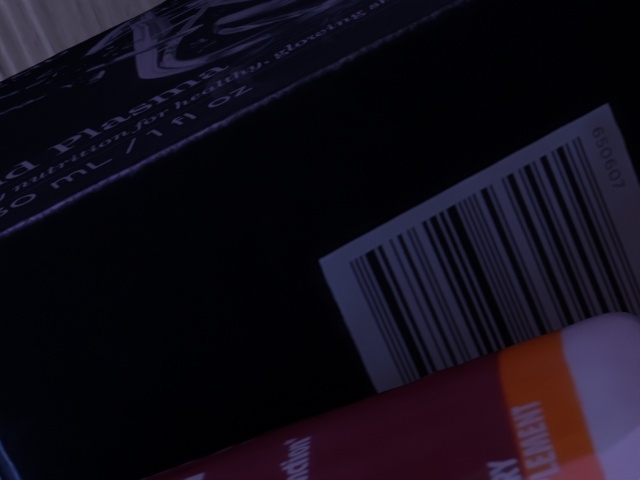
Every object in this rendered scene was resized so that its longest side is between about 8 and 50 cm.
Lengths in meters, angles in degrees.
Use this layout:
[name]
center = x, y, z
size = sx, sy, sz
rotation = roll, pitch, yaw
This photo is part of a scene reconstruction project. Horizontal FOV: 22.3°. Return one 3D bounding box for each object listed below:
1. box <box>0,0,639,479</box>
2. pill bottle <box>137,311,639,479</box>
[box]
center = 0.000, 0.000, 0.969
size = 0.480, 0.297, 0.472
rotation = -29, 16, -15
[pill bottle]
center = -0.037, 0.189, 0.554
size = 0.392, 0.224, 0.224
rotation = -21, 17, 9
